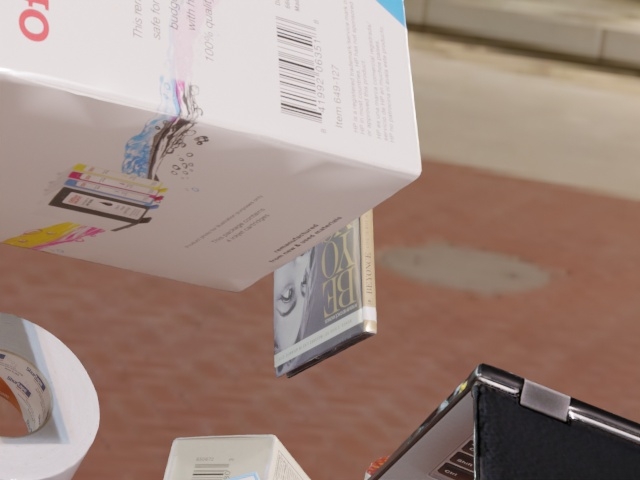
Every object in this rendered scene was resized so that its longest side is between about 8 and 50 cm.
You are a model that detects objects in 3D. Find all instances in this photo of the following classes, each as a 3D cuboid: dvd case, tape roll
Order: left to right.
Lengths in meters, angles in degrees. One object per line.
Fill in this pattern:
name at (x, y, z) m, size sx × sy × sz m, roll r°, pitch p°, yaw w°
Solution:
tape roll at (-0.344, 0.178, 1.896) m, size 0.219 × 0.072 × 0.219 m, roll 19°, pitch 42°, yaw -18°
dvd case at (0.000, 0.000, 1.661) m, size 0.018 × 0.221 × 0.164 m, roll 9°, pitch -22°, yaw -28°

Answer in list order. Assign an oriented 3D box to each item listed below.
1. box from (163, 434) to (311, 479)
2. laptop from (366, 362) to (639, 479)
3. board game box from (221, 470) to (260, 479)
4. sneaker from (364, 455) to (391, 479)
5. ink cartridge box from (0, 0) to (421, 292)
box at (-0.053, 0.339, 1.919) m, size 0.121 × 0.311 × 0.148 m, roll -4°, pitch 53°, yaw 23°
laptop at (0.219, 0.255, 1.044) m, size 0.382 × 0.236 × 0.408 m, roll 22°, pitch -29°, yaw -7°
board game box at (-0.077, 0.286, 1.608) m, size 0.103 × 0.026 × 0.154 m, roll -12°, pitch 57°, yaw -23°
sneaker at (0.072, 0.284, 1.682) m, size 0.064 × 0.067 × 0.175 m, roll -7°, pitch 49°, yaw 20°
ink cartridge box at (-0.097, -0.097, 0.894) m, size 0.233 × 0.171 × 0.168 m, roll 13°, pitch -29°, yaw -33°
